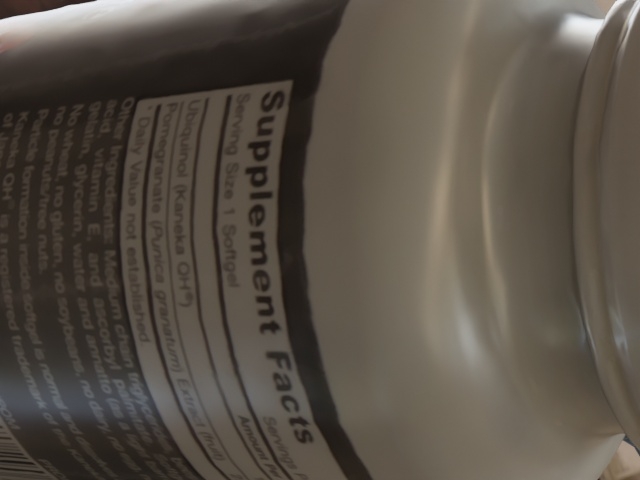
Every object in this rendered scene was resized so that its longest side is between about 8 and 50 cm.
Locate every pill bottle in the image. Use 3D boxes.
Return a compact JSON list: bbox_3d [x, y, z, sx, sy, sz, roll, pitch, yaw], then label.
[{"bbox_3d":[0.000,0.000,0.419,0.319,0.176,0.176,-3,-136,34],"label":"pill bottle"}]

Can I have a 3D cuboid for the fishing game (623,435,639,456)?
[{"bbox_3d":[0.258,0.081,0.859,0.189,0.041,0.264,-33,-130,-27],"label":"fishing game"}]
